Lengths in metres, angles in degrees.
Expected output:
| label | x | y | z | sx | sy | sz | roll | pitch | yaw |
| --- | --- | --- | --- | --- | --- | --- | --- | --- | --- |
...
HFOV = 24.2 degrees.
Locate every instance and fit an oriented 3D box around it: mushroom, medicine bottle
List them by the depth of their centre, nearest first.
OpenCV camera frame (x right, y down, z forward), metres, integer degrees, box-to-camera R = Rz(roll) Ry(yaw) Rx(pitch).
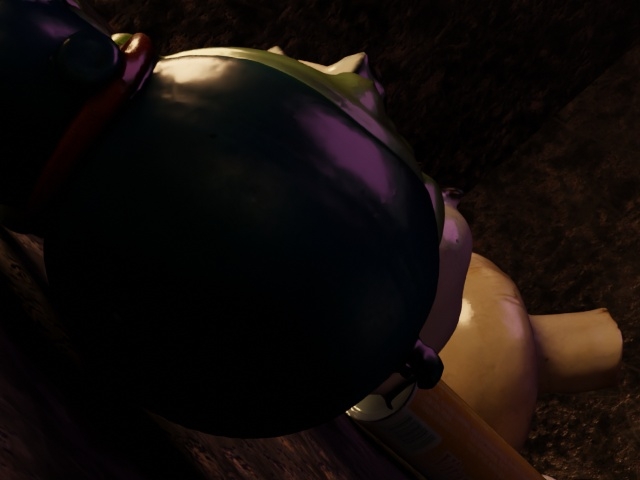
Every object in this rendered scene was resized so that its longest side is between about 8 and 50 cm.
| label | x | y | z | sx | sy | sz | roll | pitch | yaw |
| --- | --- | --- | --- | --- | --- | --- | --- | --- | --- |
| medicine bottle | 0.160 | 0.237 | 1.646 | 0.108 | 0.108 | 0.426 | 50 | 3 | 42 |
| mushroom | 0.233 | 0.142 | 1.923 | 0.292 | 0.290 | 0.293 | 170 | -90 | -76 |

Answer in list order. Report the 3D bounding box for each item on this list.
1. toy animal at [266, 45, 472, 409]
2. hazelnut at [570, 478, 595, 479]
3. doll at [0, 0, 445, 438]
| label | x | y | z | sx | sy | sz | roll | pitch | yaw |
| --- | --- | --- | --- | --- | --- | --- | --- | --- | --- |
| toy animal | 0.000 | 0.000 | 1.341 | 0.310 | 0.251 | 0.251 | 59 | -3 | -27 |
| hazelnut | 0.359 | 0.393 | 1.973 | 0.182 | 0.182 | 0.182 | 48 | 2 | -3 |
| doll | -0.073 | -0.021 | 0.747 | 0.322 | 0.186 | 0.198 | 32 | -30 | 2 |
